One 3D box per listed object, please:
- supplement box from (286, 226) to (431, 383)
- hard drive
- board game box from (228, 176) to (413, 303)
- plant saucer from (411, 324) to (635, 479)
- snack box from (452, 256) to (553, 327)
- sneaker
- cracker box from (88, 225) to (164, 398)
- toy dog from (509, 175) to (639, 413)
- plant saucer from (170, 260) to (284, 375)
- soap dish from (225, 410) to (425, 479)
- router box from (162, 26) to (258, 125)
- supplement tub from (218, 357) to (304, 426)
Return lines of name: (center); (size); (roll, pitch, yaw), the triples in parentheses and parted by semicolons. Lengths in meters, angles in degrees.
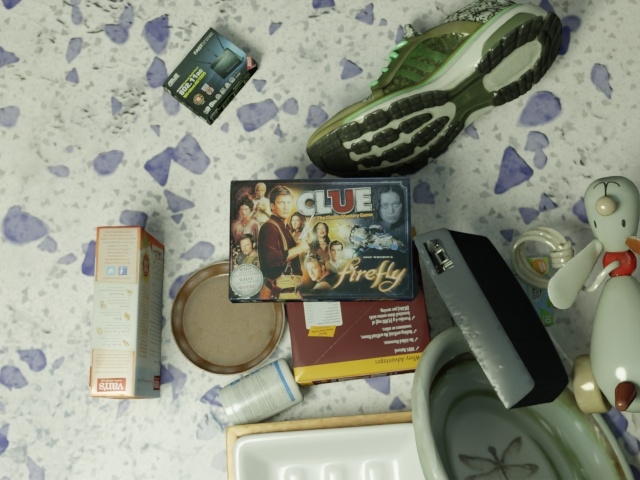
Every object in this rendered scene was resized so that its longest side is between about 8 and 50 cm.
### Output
supplement box: (0.051, 0.098, 1.326); (0.191, 0.129, 0.194); (-7, 79, 1)
hard drive: (0.232, 0.097, 1.243); (0.054, 0.172, 0.254); (-38, 65, 26)
board game box: (0.000, 0.000, 1.258); (0.243, 0.042, 0.165); (-1, 79, 2)
plant saucer: (0.250, 0.301, 1.212); (0.400, 0.400, 0.100); (53, 126, 10)
snack box: (0.262, 0.078, 1.367); (0.141, 0.037, 0.100); (-2, 81, 1)
sneaker: (0.150, -0.240, 1.407); (0.410, 0.158, 0.182); (-31, 49, -2)
cracker box: (-0.270, 0.107, 1.324); (0.067, 0.155, 0.232); (-1, 79, 2)
toy dog: (0.385, 0.094, 1.227); (0.220, 0.161, 0.333); (-31, 81, 25)
plant saucer: (-0.135, 0.115, 1.382); (0.169, 0.029, 0.168); (-1, 79, 3)
soap dish: (0.022, 0.358, 1.285); (0.291, 0.118, 0.228); (-5, 79, 2)
router box: (-0.169, -0.253, 1.445); (0.092, 0.038, 0.122); (37, 83, 9)
supplement tub: (-0.084, 0.220, 1.339); (0.107, 0.071, 0.071); (-25, 80, -3)
